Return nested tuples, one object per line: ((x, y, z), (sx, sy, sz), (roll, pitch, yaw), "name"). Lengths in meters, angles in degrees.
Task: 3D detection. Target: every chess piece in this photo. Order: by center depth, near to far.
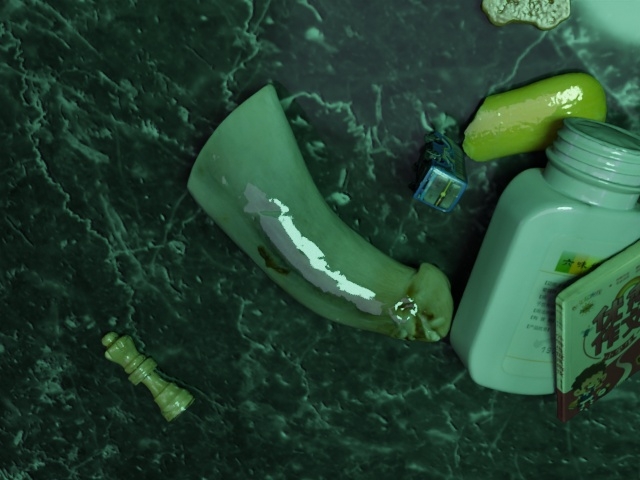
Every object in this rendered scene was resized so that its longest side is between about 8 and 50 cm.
((-0.277, 0.208, 1.093), (0.172, 0.060, 0.060), (46, 115, -2), "chess piece")

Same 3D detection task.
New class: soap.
((0.252, -0.146, 0.827), (0.168, 0.033, 0.089), (-8, 109, 15), "soap")

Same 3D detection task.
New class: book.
((0.344, 0.106, 0.818), (0.162, 0.022, 0.232), (-30, 133, -14), "book")

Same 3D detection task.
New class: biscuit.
((0.237, -0.326, 0.765), (0.133, 0.027, 0.184), (-1, 109, 16), "biscuit")

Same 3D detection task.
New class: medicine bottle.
((0.281, 0.024, 0.823), (0.179, 0.124, 0.324), (5, 119, -16), "medicine bottle")

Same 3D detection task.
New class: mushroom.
((0.001, 0.001, 0.905), (0.177, 0.126, 0.397), (-43, 92, 16), "mushroom")

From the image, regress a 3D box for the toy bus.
((0.140, -0.084, 0.817), (0.061, 0.153, 0.051), (25, 116, -3), "toy bus")
